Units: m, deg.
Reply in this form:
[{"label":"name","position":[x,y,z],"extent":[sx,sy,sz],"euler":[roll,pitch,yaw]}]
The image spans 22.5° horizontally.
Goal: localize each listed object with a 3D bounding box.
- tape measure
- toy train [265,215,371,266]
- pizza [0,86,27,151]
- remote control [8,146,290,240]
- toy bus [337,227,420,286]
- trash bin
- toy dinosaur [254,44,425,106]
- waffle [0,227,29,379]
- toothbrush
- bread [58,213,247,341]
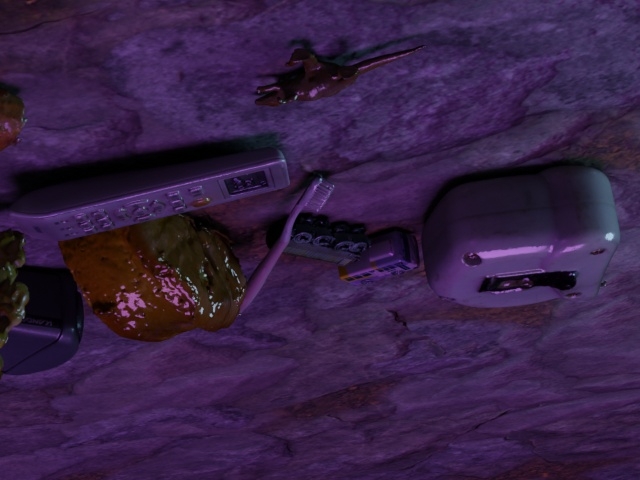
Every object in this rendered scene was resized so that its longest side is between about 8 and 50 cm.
[{"label":"tape measure","position":[0.265,0.008,2.074],"extent":[0.265,0.130,0.258],"euler":[-8,162,-2]},{"label":"toy train","position":[0.000,0.000,2.071],"extent":[0.148,0.038,0.071],"euler":[13,150,-43]},{"label":"pizza","position":[-0.384,-0.107,1.615],"extent":[0.182,0.062,0.161],"euler":[-11,153,-7]},{"label":"remote control","position":[-0.193,-0.060,1.824],"extent":[0.313,0.055,0.109],"euler":[-13,166,-1]},{"label":"toy bus","position":[0.076,0.022,2.143],"extent":[0.102,0.052,0.058],"euler":[-17,159,27]},{"label":"trash bin","position":[-0.426,0.101,2.091],"extent":[0.236,0.101,0.176],"euler":[12,153,-38]},{"label":"toy dinosaur","position":[0.016,-0.166,1.648],"extent":[0.162,0.039,0.126],"euler":[-9,170,-14]},{"label":"waffle","position":[-0.443,0.089,1.840],"extent":[0.245,0.254,0.052],"euler":[-11,146,22]},{"label":"toothbrush","position":[-0.052,0.014,2.014],"extent":[0.029,0.025,0.307],"euler":[28,138,-6]},{"label":"bread","position":[-0.197,0.053,1.985],"extent":[0.160,0.147,0.260],"euler":[-18,158,17]}]
